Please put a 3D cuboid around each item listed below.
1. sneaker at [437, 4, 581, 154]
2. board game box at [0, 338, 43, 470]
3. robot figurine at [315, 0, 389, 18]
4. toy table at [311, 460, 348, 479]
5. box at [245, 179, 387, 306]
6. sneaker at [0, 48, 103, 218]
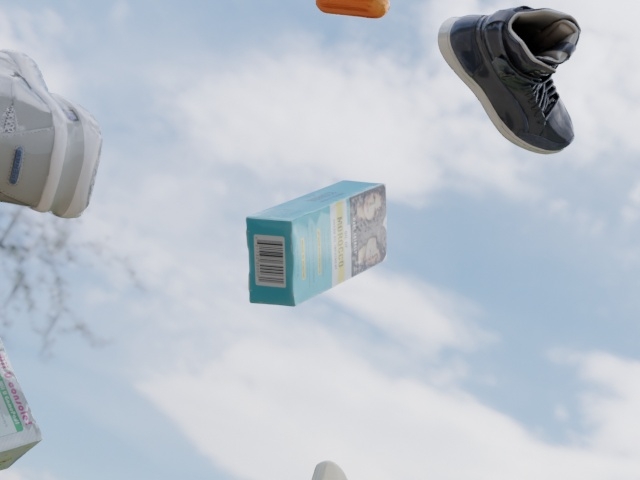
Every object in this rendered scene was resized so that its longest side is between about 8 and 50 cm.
[{"bbox_3d":[0.260,-0.185,1.737,0.226,0.086,0.163,41,-25,-26],"label":"sneaker"},{"bbox_3d":[-0.447,0.142,1.406,0.097,0.303,0.224,-41,-111,45],"label":"board game box"},{"bbox_3d":[0.047,-0.296,1.402,0.219,0.158,0.128,-1,-51,53],"label":"robot figurine"},{"bbox_3d":[0.035,0.394,1.691,0.161,0.252,0.274,32,-46,-24],"label":"toy table"},{"bbox_3d":[0.000,0.000,1.712,0.060,0.100,0.244,5,14,27],"label":"box"},{"bbox_3d":[-0.258,-0.092,1.068,0.115,0.105,0.281,11,5,-34],"label":"sneaker"}]
